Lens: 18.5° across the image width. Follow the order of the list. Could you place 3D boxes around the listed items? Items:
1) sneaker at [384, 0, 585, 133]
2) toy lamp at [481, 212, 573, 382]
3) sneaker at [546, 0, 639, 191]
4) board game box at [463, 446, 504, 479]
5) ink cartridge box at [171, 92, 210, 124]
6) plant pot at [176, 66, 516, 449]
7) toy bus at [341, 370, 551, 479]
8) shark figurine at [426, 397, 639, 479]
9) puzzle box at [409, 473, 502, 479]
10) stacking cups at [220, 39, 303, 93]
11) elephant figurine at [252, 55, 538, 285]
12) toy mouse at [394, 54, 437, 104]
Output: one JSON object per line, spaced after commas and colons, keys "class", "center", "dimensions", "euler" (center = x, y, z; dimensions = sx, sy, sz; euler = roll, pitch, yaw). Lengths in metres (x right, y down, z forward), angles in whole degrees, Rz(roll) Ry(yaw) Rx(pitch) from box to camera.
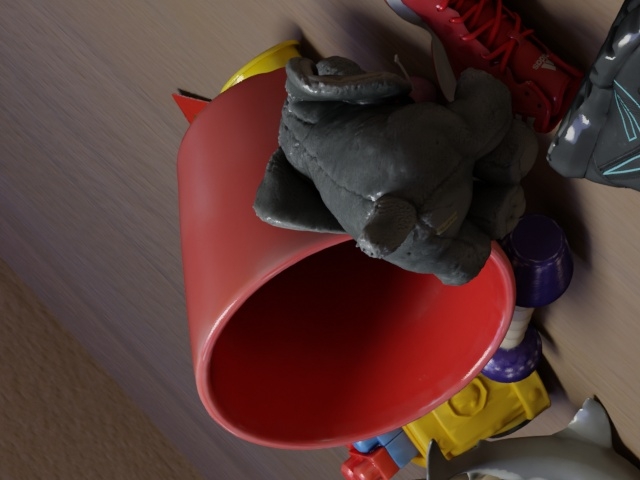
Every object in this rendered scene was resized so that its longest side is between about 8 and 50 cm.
{"class": "sneaker", "center": [0.128, -0.161, 1.430], "dimensions": [0.128, 0.087, 0.221], "euler": [27, 164, 39]}
{"class": "toy lamp", "center": [0.175, 0.051, 1.740], "dimensions": [0.080, 0.080, 0.274], "euler": [46, 163, 18]}
{"class": "sneaker", "center": [0.227, -0.103, 1.273], "dimensions": [0.106, 0.101, 0.267], "euler": [28, 161, 6]}
{"class": "board game box", "center": [0.207, 0.294, 2.288], "dimensions": [0.126, 0.026, 0.186], "euler": [55, 164, -13]}
{"class": "ink cartridge box", "center": [-0.044, 0.000, 2.219], "dimensions": [0.385, 0.091, 0.308], "euler": [22, 147, 58]}
{"class": "plant pot", "center": [0.000, 0.000, 1.666], "dimensions": [0.275, 0.275, 0.243], "euler": [70, 179, -49]}
{"class": "toy bus", "center": [0.091, 0.158, 1.972], "dimensions": [0.149, 0.211, 0.220], "euler": [54, 166, -14]}
{"class": "shark figurine", "center": [0.218, 0.200, 1.866], "dimensions": [0.166, 0.278, 0.116], "euler": [-100, 25, -60]}
{"class": "puzzle box", "center": [0.227, 0.386, 2.307], "dimensions": [0.272, 0.052, 0.409], "euler": [45, 167, -2]}
{"class": "stacking cups", "center": [0.036, -0.042, 1.859], "dimensions": [0.316, 0.096, 0.096], "euler": [52, 165, 9]}
{"class": "elephant figurine", "center": [0.024, -0.068, 1.460], "dimensions": [0.239, 0.169, 0.186], "euler": [26, 168, 32]}
{"class": "toy mouse", "center": [0.103, -0.093, 1.702], "dimensions": [0.161, 0.031, 0.143], "euler": [56, 168, -9]}
